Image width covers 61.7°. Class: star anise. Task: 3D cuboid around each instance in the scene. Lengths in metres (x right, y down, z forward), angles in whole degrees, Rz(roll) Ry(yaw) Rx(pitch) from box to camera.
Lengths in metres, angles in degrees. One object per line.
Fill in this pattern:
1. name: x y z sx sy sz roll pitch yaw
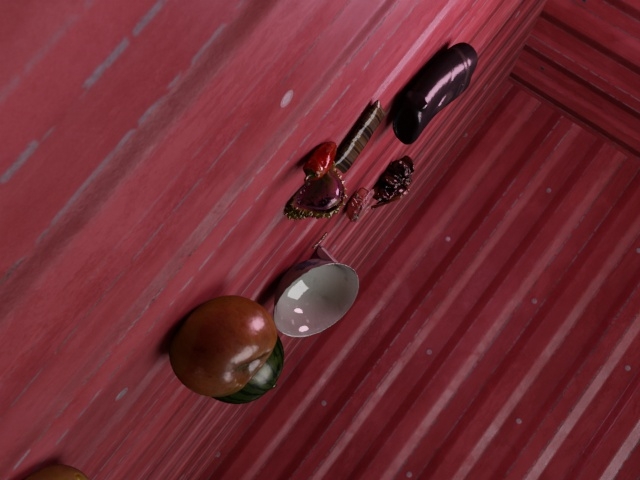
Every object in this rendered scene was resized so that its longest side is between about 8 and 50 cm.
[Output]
1. star anise: 0.302 -0.228 2.135 0.190 0.125 0.220 -45 164 -50

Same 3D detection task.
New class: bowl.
1. bowl: -0.040 0.157 1.776 0.313 0.146 0.314 -19 135 -20

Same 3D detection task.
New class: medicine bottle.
1. medicine bottle: 0.018 0.144 1.930 0.052 0.201 0.171 14 117 -49

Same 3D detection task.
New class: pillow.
1. pillow: 0.103 -0.272 1.417 0.203 0.038 0.113 -55 165 5

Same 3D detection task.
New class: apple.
1. apple: -0.226 0.244 1.266 0.261 0.194 0.261 -49 166 -17

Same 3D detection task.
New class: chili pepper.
1. chili pepper: -0.002 -0.182 1.233 0.191 0.050 0.059 -56 137 -47

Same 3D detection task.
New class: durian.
1. durian: 0.004 -0.097 1.369 0.187 0.108 0.119 -49 168 -17

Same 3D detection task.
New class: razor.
1. razor: 0.346 -0.454 1.644 0.349 0.113 0.204 -46 166 -23

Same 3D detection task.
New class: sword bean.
1. sword bean: 0.000 0.000 1.890 0.083 0.012 0.012 -48 168 -24

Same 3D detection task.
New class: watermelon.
1. watermelon: -0.243 0.474 1.944 0.331 0.189 0.331 -55 167 -19

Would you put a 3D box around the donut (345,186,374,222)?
1. donut: 0.133 -0.120 1.925 0.117 0.065 0.166 -50 167 -22

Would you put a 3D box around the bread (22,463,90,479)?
1. bread: -0.534 0.530 1.010 0.260 0.158 0.156 -42 161 -52
